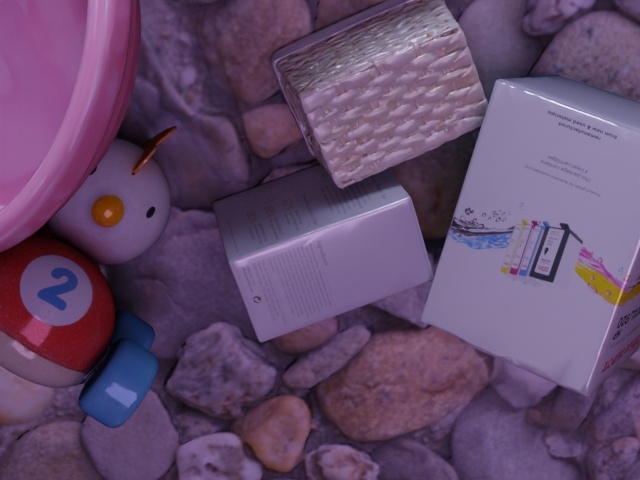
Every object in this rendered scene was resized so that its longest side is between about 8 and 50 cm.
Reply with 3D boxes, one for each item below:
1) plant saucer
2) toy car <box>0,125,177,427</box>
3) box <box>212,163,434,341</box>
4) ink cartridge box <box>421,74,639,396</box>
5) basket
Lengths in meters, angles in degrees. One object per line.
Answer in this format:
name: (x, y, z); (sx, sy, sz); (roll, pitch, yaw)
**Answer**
plant saucer: (-0.252, -0.148, 0.927); (0.084, 0.332, 0.332); (6, 120, -53)
toy car: (-0.201, -0.007, 1.056); (0.219, 0.210, 0.238); (35, 92, -13)
box: (0.000, 0.000, 1.129); (0.170, 0.130, 0.091); (-19, 118, -2)
ink cartridge box: (0.226, -0.012, 1.104); (0.168, 0.171, 0.232); (24, 110, 24)
basket: (0.057, -0.136, 1.088); (0.167, 0.103, 0.113); (-25, 120, 0)
